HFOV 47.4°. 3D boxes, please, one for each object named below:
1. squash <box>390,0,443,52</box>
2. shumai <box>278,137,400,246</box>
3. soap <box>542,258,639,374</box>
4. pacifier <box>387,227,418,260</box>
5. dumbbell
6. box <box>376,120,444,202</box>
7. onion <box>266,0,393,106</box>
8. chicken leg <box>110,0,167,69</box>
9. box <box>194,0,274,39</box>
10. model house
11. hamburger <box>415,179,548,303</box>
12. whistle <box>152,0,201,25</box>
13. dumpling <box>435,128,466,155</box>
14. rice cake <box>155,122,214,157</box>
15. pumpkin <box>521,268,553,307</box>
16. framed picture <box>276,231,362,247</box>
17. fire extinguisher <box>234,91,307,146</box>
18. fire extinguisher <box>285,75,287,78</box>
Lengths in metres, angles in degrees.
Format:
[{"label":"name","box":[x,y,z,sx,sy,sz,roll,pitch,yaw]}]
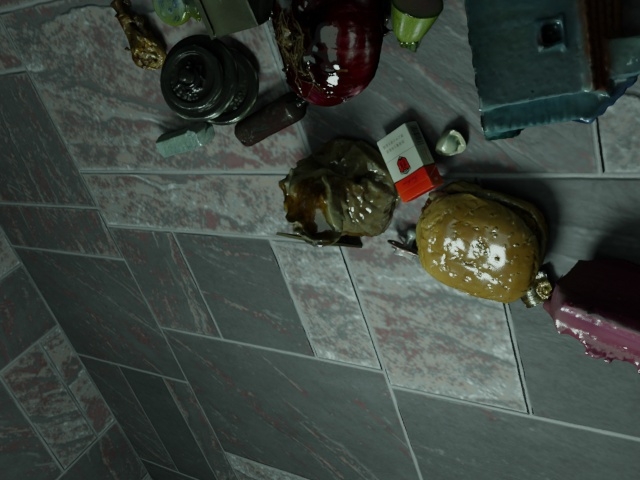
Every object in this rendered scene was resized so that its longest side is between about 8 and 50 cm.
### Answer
[{"label":"squash","box":[0.172,-0.416,1.413,0.105,0.105,0.132,34,149,12]},{"label":"shumai","box":[0.009,-0.066,1.716,0.267,0.262,0.314,50,141,-5]},{"label":"soap","box":[0.614,0.145,1.433,0.324,0.220,0.127,20,126,27]},{"label":"pacifier","box":[0.213,0.004,1.767,0.099,0.081,0.078,19,105,-7]},{"label":"dumbbell","box":[-0.253,-0.366,1.685,0.191,0.290,0.192,1,95,15]},{"label":"box","box":[0.195,-0.171,1.597,0.100,0.048,0.152,-31,82,51]},{"label":"onion","box":[0.022,-0.419,1.433,0.314,0.232,0.314,41,137,53]},{"label":"chicken leg","box":[-0.471,-0.525,1.855,0.085,0.101,0.208,-32,92,19]},{"label":"box","box":[-0.186,-0.566,1.527,0.148,0.155,0.231,-1,122,40]},{"label":"model house","box":[0.411,-0.334,1.214,0.329,0.251,0.295,-8,97,18]},{"label":"hamburger","box":[0.344,0.006,1.591,0.283,0.144,0.260,19,137,34]},{"label":"whistle","box":[-0.308,-0.557,1.722,0.198,0.057,0.104,13,126,22]},{"label":"dumpling","box":[0.278,-0.204,1.542,0.059,0.043,0.077,26,124,-5]},{"label":"rice cake","box":[-0.377,-0.276,2.004,0.206,0.069,0.063,-8,118,42]},{"label":"pumpkin","box":[0.490,0.104,1.638,0.101,0.035,0.073,-30,91,52]},{"label":"framed picture","box":[0.000,0.000,1.850,0.135,0.200,0.010,11,92,33]},{"label":"fire extinguisher","box":[-0.112,-0.297,1.747,0.267,0.089,0.072,-18,87,47]},{"label":"fire extinguisher","box":[-0.040,-0.369,1.676,0.083,0.025,0.038,4,149,38]}]
